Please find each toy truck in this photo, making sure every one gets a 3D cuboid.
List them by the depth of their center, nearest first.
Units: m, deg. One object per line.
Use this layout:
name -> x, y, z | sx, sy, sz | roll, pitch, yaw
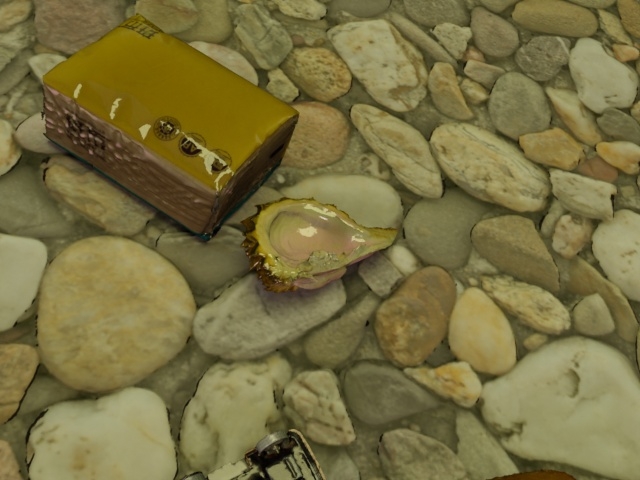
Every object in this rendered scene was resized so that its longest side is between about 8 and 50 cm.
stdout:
toy truck -> -0.091, 0.262, 0.717 | 0.192, 0.092, 0.083 | -24, 65, -18

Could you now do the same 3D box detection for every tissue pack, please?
tissue pack -> -0.189, -0.152, 0.945 | 0.271, 0.134, 0.192 | 32, 54, 7

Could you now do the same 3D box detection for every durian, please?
durian -> -0.001, 0.012, 0.925 | 0.224, 0.078, 0.140 | -3, 44, -30

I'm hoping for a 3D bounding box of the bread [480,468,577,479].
bread -> 0.183, 0.380, 0.671 | 0.337, 0.148, 0.327 | -8, 59, -21
